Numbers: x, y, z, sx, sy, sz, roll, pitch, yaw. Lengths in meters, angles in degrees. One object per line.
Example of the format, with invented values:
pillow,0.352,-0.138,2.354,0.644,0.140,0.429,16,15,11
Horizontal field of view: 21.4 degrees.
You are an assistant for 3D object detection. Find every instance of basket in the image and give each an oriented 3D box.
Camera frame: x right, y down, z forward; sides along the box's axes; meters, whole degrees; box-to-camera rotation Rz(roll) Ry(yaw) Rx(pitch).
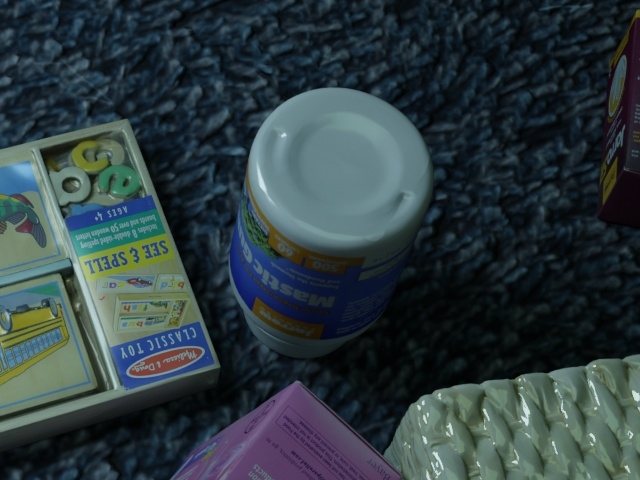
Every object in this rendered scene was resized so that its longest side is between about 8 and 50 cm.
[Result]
basket,0.234,0.275,1.358,0.328,0.266,0.331,-10,63,-12

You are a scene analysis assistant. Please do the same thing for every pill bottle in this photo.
pill bottle,0.000,0.000,1.456,0.152,0.272,0.152,4,62,-7

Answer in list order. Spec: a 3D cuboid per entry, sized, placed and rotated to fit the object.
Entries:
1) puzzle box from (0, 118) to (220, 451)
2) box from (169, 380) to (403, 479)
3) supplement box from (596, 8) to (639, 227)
puzzle box,-0.323,0.061,1.502,0.408,0.052,0.272,-16,67,-16
box,-0.085,0.258,1.316,0.117,0.213,0.243,42,56,-6
supplement box,0.327,-0.116,1.660,0.080,0.104,0.188,11,62,-2
